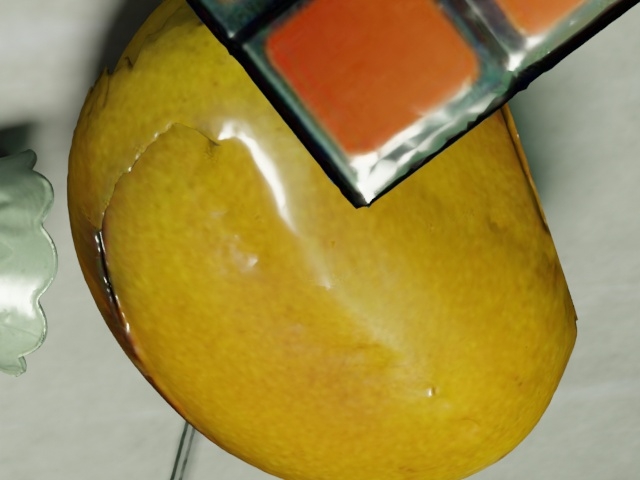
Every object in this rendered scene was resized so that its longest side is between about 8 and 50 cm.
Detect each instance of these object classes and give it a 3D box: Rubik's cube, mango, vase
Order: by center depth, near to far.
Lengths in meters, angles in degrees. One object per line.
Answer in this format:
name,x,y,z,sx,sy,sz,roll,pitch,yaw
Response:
Rubik's cube,0.024,-0.126,0.534,0.163,0.162,0.160,-37,97,12
vase,-0.171,0.005,0.679,0.149,0.081,0.081,3,131,-26
mango,0.000,0.000,0.717,0.166,0.136,0.236,-22,132,3
